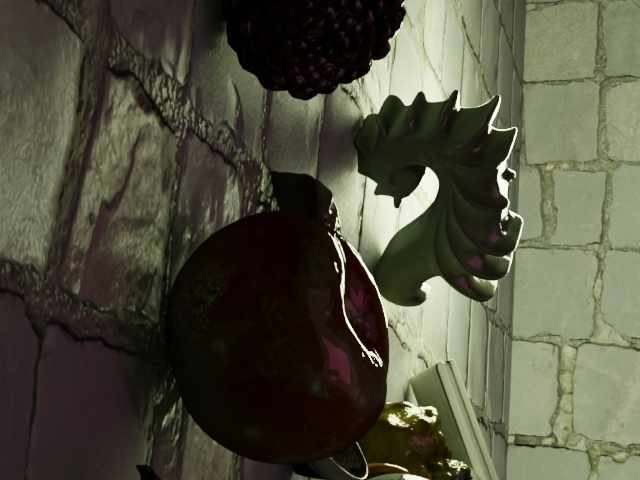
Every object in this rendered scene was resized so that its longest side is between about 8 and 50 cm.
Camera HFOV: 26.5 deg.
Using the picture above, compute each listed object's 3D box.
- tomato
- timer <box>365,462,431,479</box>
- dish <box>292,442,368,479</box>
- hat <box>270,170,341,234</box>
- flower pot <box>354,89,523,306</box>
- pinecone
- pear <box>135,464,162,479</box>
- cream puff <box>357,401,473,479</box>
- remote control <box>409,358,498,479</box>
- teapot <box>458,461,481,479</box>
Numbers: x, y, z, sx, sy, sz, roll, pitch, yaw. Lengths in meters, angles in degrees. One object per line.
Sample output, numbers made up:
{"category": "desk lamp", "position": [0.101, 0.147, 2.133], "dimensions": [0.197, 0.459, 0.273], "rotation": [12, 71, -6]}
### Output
{"category": "tomato", "position": [-0.053, 0.106, 1.443], "dimensions": [0.270, 0.222, 0.270], "rotation": [58, 20, -34]}
{"category": "timer", "position": [0.111, 0.461, 1.959], "dimensions": [0.240, 0.233, 0.233], "rotation": [-110, -166, -72]}
{"category": "dish", "position": [-0.009, 0.292, 1.870], "dimensions": [0.141, 0.078, 0.141], "rotation": [47, 14, -16]}
{"category": "hat", "position": [0.000, 0.000, 1.805], "dimensions": [0.173, 0.144, 0.166], "rotation": [11, 80, -50]}
{"category": "flower pot", "position": [0.203, -0.063, 2.251], "dimensions": [0.164, 0.254, 0.367], "rotation": [-62, 147, -57]}
{"category": "pinecone", "position": [-0.017, -0.284, 1.610], "dimensions": [0.221, 0.221, 0.221], "rotation": [0, 90, -74]}
{"category": "pear", "position": [-0.102, 0.377, 1.214], "dimensions": [0.287, 0.287, 0.375], "rotation": [-16, 89, -73]}
{"category": "cream puff", "position": [0.151, 0.393, 2.197], "dimensions": [0.282, 0.185, 0.282], "rotation": [-3, 90, -75]}
{"category": "remote control", "position": [0.254, 0.366, 2.520], "dimensions": [0.103, 0.055, 0.277], "rotation": [-39, -112, 57]}
{"category": "teapot", "position": [0.220, 0.503, 2.449], "dimensions": [0.220, 0.149, 0.318], "rotation": [-55, -179, 1]}
